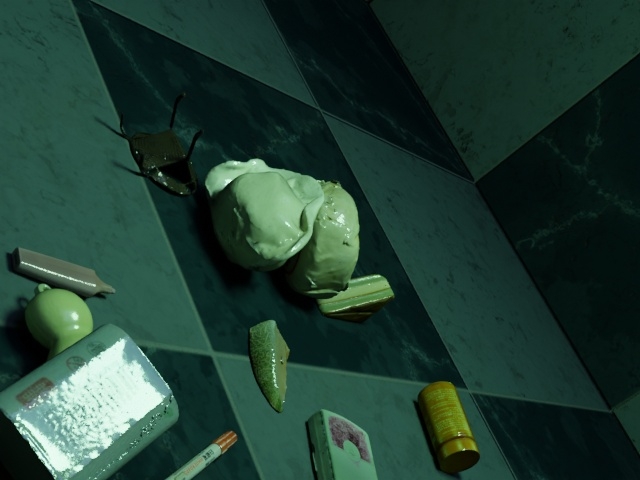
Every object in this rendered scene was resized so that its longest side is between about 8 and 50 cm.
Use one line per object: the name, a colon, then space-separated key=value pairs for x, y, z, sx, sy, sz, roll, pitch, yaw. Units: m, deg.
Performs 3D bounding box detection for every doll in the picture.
doll: x=-0.364 y=0.180 z=1.552 sx=0.141 sy=0.117 sz=0.296 roll=9 pitch=32 yaw=-48

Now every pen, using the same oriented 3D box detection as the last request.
pen: x=-0.417 y=0.058 z=1.719 sx=0.197 sy=0.032 sz=0.053 roll=25 pitch=33 yaw=-41
pen: x=-0.196 y=0.358 z=1.677 sx=0.028 sy=0.028 sz=0.239 roll=53 pitch=24 yaw=5

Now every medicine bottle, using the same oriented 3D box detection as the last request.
medicine bottle: x=0.290 y=0.422 z=2.370 sx=0.096 sy=0.096 sz=0.192 roll=30 pitch=31 yaw=-39

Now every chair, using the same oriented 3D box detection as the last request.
chair: x=-0.326 y=-0.189 z=2.186 sx=0.213 sy=0.149 sz=0.174 roll=93 pitch=-28 yaw=-57

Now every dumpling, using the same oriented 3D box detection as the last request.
dumpling: x=-0.103 y=-0.051 z=2.188 sx=0.242 sy=0.187 sz=0.318 roll=-24 pitch=49 yaw=-24

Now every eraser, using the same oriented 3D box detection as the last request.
eraser: x=-0.310 y=0.230 z=1.362 sx=0.174 sy=0.081 sz=0.227 roll=55 pitch=38 yaw=-1

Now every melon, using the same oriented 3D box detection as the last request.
melon: x=-0.095 y=0.244 z=2.024 sx=0.098 sy=0.054 sz=0.182 roll=56 pitch=19 yaw=-29

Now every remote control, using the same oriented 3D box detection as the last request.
remote control: x=0.057 y=0.472 z=1.934 sx=0.145 sy=0.050 sz=0.344 roll=34 pitch=27 yaw=-33

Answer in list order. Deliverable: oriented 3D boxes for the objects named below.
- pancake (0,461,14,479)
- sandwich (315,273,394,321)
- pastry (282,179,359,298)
pancake: x=-0.414 y=0.366 z=1.217 sx=0.382 sy=0.071 sz=0.382 roll=41 pitch=24 yaw=-22
sandwich: x=0.075 y=0.122 z=2.407 sx=0.163 sy=0.113 sz=0.079 roll=17 pitch=40 yaw=-51
pastry: x=0.000 y=-0.002 z=2.302 sx=0.133 sy=0.265 sz=0.265 roll=10 pitch=39 yaw=-19
